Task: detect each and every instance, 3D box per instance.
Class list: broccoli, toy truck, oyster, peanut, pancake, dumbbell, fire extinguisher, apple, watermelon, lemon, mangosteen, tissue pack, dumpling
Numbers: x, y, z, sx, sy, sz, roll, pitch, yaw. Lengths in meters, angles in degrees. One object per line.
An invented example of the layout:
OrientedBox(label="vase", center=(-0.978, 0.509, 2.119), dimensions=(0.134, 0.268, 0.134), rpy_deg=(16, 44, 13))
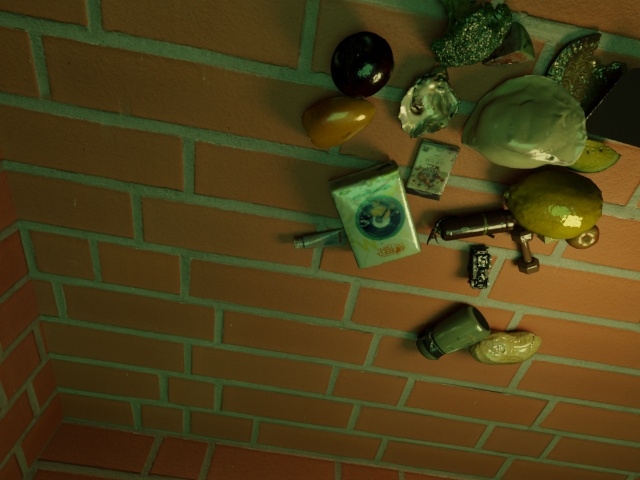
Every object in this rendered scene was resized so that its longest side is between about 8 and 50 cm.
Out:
OrientedBox(label="broccoli", center=(0.453, -0.686, 1.281), dimensions=(0.254, 0.269, 0.269), rpy_deg=(-26, 116, 7))
OrientedBox(label="toy truck", center=(0.705, 0.118, 1.813), dimensions=(0.083, 0.092, 0.191), rpy_deg=(-3, 112, 4))
OrientedBox(label="oyster", center=(0.381, -0.489, 1.471), dimensions=(0.223, 0.083, 0.214), rpy_deg=(-21, 114, 18))
OrientedBox(label="peanut", center=(0.905, 0.525, 2.011), dimensions=(0.341, 0.158, 0.173), rpy_deg=(2, 91, -3))
OrientedBox(label="pancake", center=(0.931, -0.567, 1.427), dimensions=(0.289, 0.033, 0.285), rpy_deg=(-2, 119, 3))
OrientedBox(label="dumbbell", center=(0.886, 0.041, 1.760), dimensions=(0.082, 0.092, 0.230), rpy_deg=(-2, 125, 38))
OrientedBox(label="fire extinguisher", center=(0.615, -0.048, 1.706), dimensions=(0.342, 0.105, 0.141), rpy_deg=(-9, 118, 5))
OrientedBox(label="apple", center=(1.093, -0.021, 1.701), dimensions=(0.126, 0.102, 0.125), rpy_deg=(2, 120, 3))
OrientedBox(label="watermelon", center=(0.645, -0.621, 1.367), dimensions=(0.098, 0.121, 0.158), rpy_deg=(22, 126, -35))
OrientedBox(label="lemon", center=(0.885, -0.137, 1.556), dimensions=(0.317, 0.285, 0.285), rpy_deg=(-7, 123, 32))
OrientedBox(label="mangosteen", center=(0.141, -0.580, 1.372), dimensions=(0.216, 0.216, 0.216), rpy_deg=(1, 121, 2))
OrientedBox(label="tissue pack", center=(0.225, -0.098, 1.665), dimensions=(0.288, 0.162, 0.387), rpy_deg=(-17, 118, 12))
OrientedBox(label="watermelon", center=(0.949, -0.330, 1.511), dimensions=(0.301, 0.123, 0.129), rpy_deg=(22, 124, -3))
OrientedBox(label="dumpling", center=(0.709, -0.406, 1.410), dimensions=(0.395, 0.233, 0.315), rpy_deg=(24, 112, 26))

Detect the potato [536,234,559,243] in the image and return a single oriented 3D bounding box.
OrientedBox(label="potato", center=(0.962, -0.048, 1.717), dimensions=(0.086, 0.061, 0.122), rpy_deg=(-16, 119, 10))

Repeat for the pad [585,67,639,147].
OrientedBox(label="pad", center=(1.124, -0.448, 1.475), dimensions=(0.376, 0.063, 0.314), rpy_deg=(10, 133, -16))

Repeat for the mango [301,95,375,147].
OrientedBox(label="mango", center=(0.070, -0.440, 1.478), dimensions=(0.257, 0.137, 0.187), rpy_deg=(-22, 132, 25))

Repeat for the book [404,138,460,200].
OrientedBox(label="book", center=(0.442, -0.277, 1.626), dimensions=(0.158, 0.026, 0.231), rpy_deg=(13, 120, -4))

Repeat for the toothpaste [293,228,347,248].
OrientedBox(label="toothpaste", center=(0.000, 0.000, 1.801), dimensions=(0.235, 0.057, 0.089), rpy_deg=(-7, 122, -1))

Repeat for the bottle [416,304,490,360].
OrientedBox(label="bottle", center=(0.630, 0.460, 1.979), dimensions=(0.168, 0.168, 0.347), rpy_deg=(41, 119, -20))
